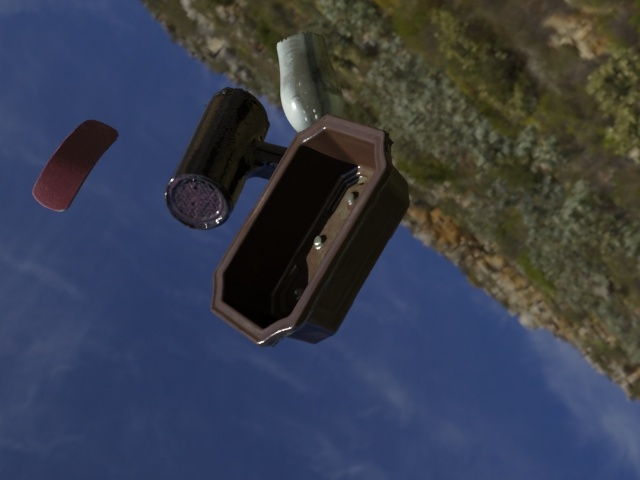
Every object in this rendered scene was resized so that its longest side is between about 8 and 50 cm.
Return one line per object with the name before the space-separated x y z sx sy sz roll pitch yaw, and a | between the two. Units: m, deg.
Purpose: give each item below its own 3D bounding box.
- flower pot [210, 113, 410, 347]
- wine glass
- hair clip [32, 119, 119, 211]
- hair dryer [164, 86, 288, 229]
flower pot | 0.000 0.000 1.034 0.084 0.250 0.179 33 176 -36
wine glass | -0.009 -0.213 1.551 0.103 0.103 0.222 -2 -103 -46
hair clip | -0.307 -0.098 1.230 0.054 0.022 0.137 27 -114 6
hair dryer | -0.045 -0.088 1.188 0.251 0.089 0.197 11 -140 7
